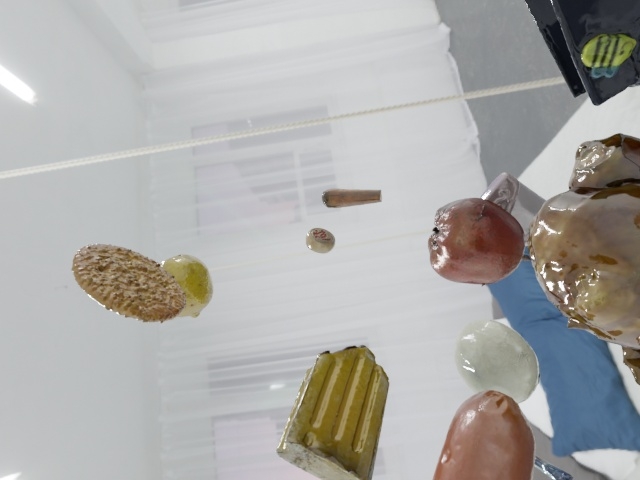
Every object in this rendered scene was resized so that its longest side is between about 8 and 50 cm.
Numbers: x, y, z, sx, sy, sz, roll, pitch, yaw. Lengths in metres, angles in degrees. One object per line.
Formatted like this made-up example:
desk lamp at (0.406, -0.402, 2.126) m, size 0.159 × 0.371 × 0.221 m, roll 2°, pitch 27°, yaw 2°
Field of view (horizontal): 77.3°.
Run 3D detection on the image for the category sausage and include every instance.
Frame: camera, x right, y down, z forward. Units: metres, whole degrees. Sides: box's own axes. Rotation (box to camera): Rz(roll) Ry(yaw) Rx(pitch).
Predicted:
sausage at (0.190, 0.315, 0.490) m, size 0.113 × 0.114 × 0.258 m, roll 71°, pitch -140°, yaw -74°

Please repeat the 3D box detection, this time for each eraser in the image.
eraser at (0.416, -0.013, 0.930) m, size 0.243 × 0.205 × 0.059 m, roll -54°, pitch 23°, yaw 26°

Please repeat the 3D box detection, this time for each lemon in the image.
lemon at (-0.532, 0.181, 1.556) m, size 0.228 × 0.229 × 0.253 m, roll -94°, pitch -4°, yaw -57°

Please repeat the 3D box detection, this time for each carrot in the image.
carrot at (0.082, -0.113, 1.063) m, size 0.055 × 0.162 × 0.055 m, roll 2°, pitch -90°, yaw -70°

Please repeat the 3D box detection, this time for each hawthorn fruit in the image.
hawthorn fruit at (0.325, 0.009, 0.815) m, size 0.185 × 0.203 × 0.185 m, roll 20°, pitch -90°, yaw -89°

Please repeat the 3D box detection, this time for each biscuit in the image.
biscuit at (-0.405, 0.086, 0.869) m, size 0.035 × 0.254 × 0.254 m, roll -53°, pitch 7°, yaw 10°

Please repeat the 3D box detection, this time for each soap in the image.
soap at (0.039, 0.309, 0.762) m, size 0.080 × 0.161 × 0.257 m, roll -60°, pitch 1°, yaw 38°

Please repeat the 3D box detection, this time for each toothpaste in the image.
toothpaste at (0.414, 0.416, 0.726) m, size 0.019 × 0.027 × 0.083 m, roll 53°, pitch 165°, yaw -14°

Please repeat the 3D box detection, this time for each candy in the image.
candy at (0.540, 0.385, 1.267) m, size 0.296 × 0.186 × 0.295 m, roll 36°, pitch 133°, yaw 49°

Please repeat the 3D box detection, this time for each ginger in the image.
ginger at (0.376, 0.083, 0.375) m, size 0.418 × 0.254 × 0.176 m, roll 49°, pitch 148°, yaw 11°

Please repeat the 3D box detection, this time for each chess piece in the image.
chess piece at (0.000, 0.000, 1.111) m, size 0.083 × 0.084 × 0.038 m, roll -94°, pitch 18°, yaw -55°

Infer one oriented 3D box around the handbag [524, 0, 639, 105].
handbag at (0.415, -0.367, 0.474) m, size 0.329 × 0.304 × 0.121 m, roll 51°, pitch -157°, yaw -20°
